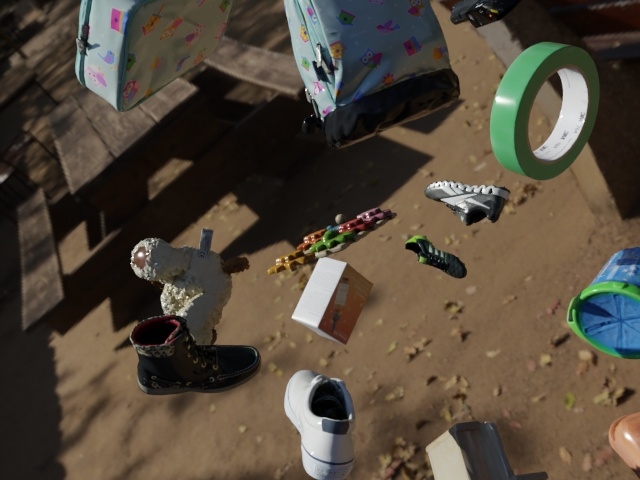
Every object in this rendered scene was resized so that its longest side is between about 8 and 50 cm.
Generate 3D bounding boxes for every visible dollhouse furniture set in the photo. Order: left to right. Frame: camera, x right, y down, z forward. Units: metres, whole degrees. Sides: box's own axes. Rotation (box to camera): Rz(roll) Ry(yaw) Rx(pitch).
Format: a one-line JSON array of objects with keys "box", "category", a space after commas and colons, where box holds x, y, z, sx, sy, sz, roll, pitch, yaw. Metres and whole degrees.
[{"box": [0.372, 0.368, 1.194, 0.303, 0.355, 0.174, 119, 144, -54], "category": "dollhouse furniture set"}]

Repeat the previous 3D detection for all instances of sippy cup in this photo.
[{"box": [0.791, 0.143, 1.926, 0.305, 0.240, 0.224, 14, 45, 30], "category": "sippy cup"}]

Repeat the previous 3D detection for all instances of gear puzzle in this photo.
[{"box": [0.000, 0.000, 1.385, 0.175, 0.044, 0.339, -18, 6, 33], "category": "gear puzzle"}]

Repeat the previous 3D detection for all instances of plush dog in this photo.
[{"box": [-0.272, 0.111, 1.612, 0.210, 0.262, 0.225, -26, -9, -30], "category": "plush dog"}]

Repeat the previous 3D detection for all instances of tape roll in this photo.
[{"box": [0.541, -0.308, 1.812, 0.321, 0.321, 0.077, -47, 42, -13], "category": "tape roll"}]

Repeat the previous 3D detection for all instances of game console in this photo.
[{"box": [0.345, -0.483, 1.439, 0.213, 0.044, 0.361, -43, 13, 0], "category": "game console"}]

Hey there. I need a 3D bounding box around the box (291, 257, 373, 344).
[{"box": [0.032, 0.146, 1.843, 0.091, 0.130, 0.170, 14, 74, 42], "category": "box"}]

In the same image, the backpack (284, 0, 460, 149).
[{"box": [0.041, -0.190, 0.682, 0.152, 0.182, 0.115, -22, 3, -16], "category": "backpack"}]

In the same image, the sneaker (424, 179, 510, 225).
[{"box": [0.360, -0.092, 1.919, 0.234, 0.078, 0.106, 9, 80, 37], "category": "sneaker"}]

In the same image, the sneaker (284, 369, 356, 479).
[{"box": [0.009, 0.230, 1.057, 0.258, 0.094, 0.091, -125, 47, -71], "category": "sneaker"}]

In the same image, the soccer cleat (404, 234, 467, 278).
[{"box": [0.292, 0.049, 1.923, 0.072, 0.060, 0.179, -23, 47, -38], "category": "soccer cleat"}]

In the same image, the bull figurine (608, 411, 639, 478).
[{"box": [0.549, 0.352, 1.055, 0.188, 0.101, 0.310, -32, 55, -1], "category": "bull figurine"}]

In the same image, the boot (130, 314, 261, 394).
[{"box": [-0.226, 0.205, 1.380, 0.236, 0.179, 0.085, -7, 53, -8], "category": "boot"}]

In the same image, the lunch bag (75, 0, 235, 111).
[{"box": [-0.244, -0.326, 1.127, 0.279, 0.108, 0.224, -46, -9, -41], "category": "lunch bag"}]
